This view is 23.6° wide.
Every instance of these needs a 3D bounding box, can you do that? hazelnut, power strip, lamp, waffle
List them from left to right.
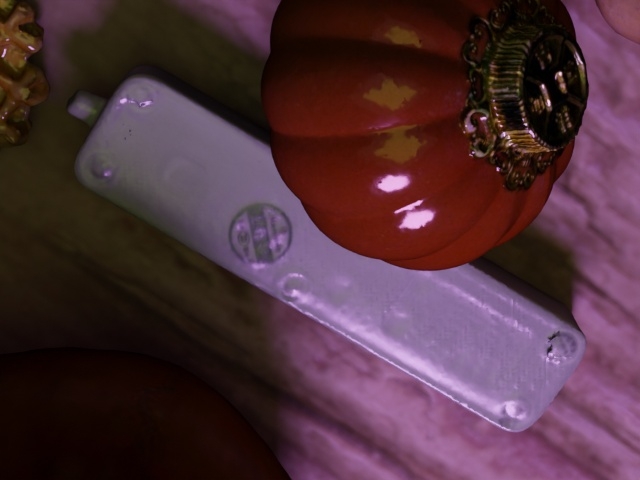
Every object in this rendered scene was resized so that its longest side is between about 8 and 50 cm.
[{"bbox_3d":[-0.265,-0.136,1.002,0.161,0.046,0.192,-15,106,2],"label":"waffle"},{"bbox_3d":[-0.199,0.239,0.978,0.410,0.359,0.359,-7,107,-8],"label":"hazelnut"},{"bbox_3d":[0.000,0.000,1.038,0.385,0.062,0.091,30,104,-10],"label":"power strip"},{"bbox_3d":[0.063,-0.092,0.939,0.197,0.223,0.223,5,113,42],"label":"lamp"}]

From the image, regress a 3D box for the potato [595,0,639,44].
[{"bbox_3d":[0.246,-0.169,0.971,0.147,0.112,0.112,-7,107,8],"label":"potato"}]
